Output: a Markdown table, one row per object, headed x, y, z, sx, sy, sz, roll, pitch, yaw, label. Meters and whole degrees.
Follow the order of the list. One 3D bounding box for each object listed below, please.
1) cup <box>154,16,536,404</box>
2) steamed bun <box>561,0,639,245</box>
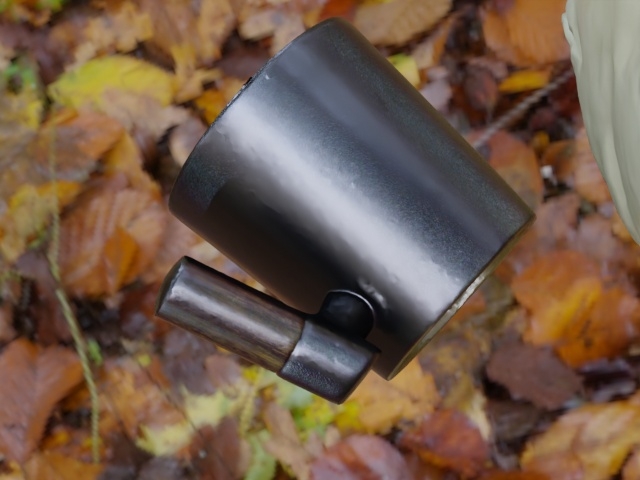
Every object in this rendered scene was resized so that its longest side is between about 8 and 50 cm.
| x | y | z | sx | sy | sz | roll | pitch | yaw | label |
| --- | --- | --- | --- | --- | --- | --- | --- | --- | --- |
| 0.000 | 0.004 | 0.894 | 0.177 | 0.166 | 0.239 | 43 | 69 | 7 | cup |
| 0.191 | -0.132 | 0.375 | 0.233 | 0.333 | 0.312 | -4 | 27 | 1 | steamed bun |
